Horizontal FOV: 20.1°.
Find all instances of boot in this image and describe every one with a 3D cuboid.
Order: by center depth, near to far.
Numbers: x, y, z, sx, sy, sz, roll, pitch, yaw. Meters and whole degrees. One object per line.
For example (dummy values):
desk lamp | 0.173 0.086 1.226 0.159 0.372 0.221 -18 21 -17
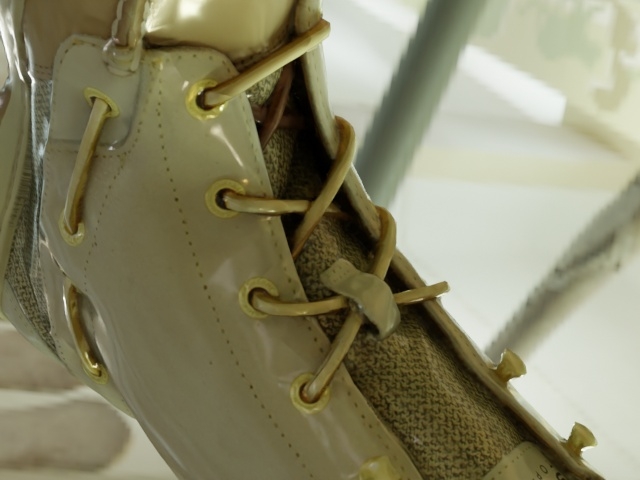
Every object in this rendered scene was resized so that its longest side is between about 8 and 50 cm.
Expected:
boot | 0.000 0.000 0.472 0.095 0.262 0.203 -31 -110 -37
